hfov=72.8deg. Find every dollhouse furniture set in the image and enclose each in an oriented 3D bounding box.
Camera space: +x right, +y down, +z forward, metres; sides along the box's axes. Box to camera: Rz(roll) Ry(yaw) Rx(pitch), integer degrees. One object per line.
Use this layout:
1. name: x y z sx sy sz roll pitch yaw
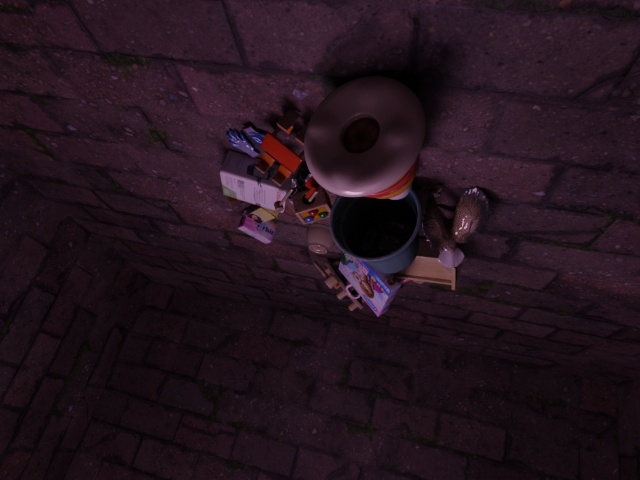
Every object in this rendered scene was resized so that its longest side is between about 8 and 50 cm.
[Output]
1. dollhouse furniture set: -0.092 -0.269 1.495 0.259 0.135 0.262 37 145 -5

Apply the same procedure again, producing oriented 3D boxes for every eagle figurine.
1. eagle figurine: 0.487 -0.057 1.649 0.225 0.226 0.298 30 164 14

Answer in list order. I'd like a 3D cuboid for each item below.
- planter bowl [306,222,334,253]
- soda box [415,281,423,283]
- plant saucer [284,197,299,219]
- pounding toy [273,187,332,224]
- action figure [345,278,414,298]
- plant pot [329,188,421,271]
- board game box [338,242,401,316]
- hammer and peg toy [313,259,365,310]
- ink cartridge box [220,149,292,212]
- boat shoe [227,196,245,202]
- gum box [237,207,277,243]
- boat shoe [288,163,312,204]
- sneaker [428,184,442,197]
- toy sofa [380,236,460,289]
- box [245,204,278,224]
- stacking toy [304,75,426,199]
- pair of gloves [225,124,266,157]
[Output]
1. planter bowl: 0.000 0.000 2.167 0.162 0.109 0.162 13 155 6
2. soda box: 0.541 0.171 2.267 0.061 0.058 0.181 20 155 -9
3. plant saucer: -0.093 -0.153 1.982 0.198 0.036 0.198 13 156 6
4. pounding toy: -0.071 -0.126 1.646 0.206 0.094 0.181 -16 160 9
5. action figure: 0.310 0.170 2.177 0.370 0.275 0.248 14 154 40
6. plant pot: 0.244 -0.033 1.718 0.341 0.341 0.334 6 163 21
7. board game box: 0.217 0.164 2.014 0.318 0.066 0.318 50 159 22
8. hammer and peg toy: 0.114 0.226 2.449 0.266 0.127 0.361 54 -177 39
9. ink cartridge box: -0.262 -0.239 1.800 0.273 0.115 0.198 17 157 -1
10. boat shoe: -0.328 -0.208 1.981 0.207 0.073 0.073 3 -169 34
11. gum box: -0.322 -0.075 2.203 0.188 0.107 0.062 31 152 -31
12. boat shoe: -0.053 -0.236 1.687 0.105 0.113 0.306 34 148 -21
13. sneaker: 0.433 -0.182 1.609 0.037 0.032 0.083 7 163 -16
14. toy sofa: 0.445 0.093 1.966 0.362 0.177 0.150 5 135 21
15. box: -0.273 -0.135 2.059 0.087 0.058 0.232 35 157 -19
16. stacking toy: 0.198 -0.245 1.357 0.350 0.350 0.480 2 169 28
17. pair of gloves: -0.253 -0.371 1.625 0.198 0.023 0.159 -6 150 41
